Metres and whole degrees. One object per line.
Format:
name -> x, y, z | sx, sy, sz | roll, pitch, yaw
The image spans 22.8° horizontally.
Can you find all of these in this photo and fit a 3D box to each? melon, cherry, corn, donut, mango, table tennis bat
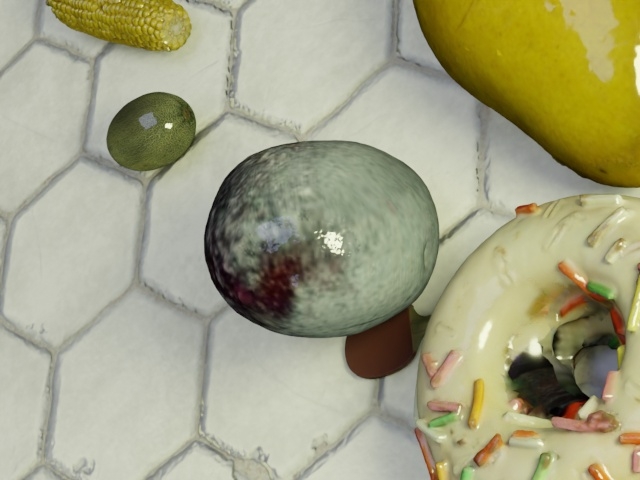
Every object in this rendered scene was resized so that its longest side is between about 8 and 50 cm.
melon -> -0.219, -0.140, 2.047 | 0.130, 0.098, 0.098 | -19, 60, 34
cherry -> 0.000, 0.000, 1.715 | 0.255, 0.296, 0.218 | 8, 103, 5
corn -> -0.277, -0.314, 2.175 | 0.091, 0.091, 0.260 | -32, 39, -31
donut -> 0.243, 0.122, 1.524 | 0.382, 0.142, 0.383 | -23, 52, 33
mango -> 0.250, -0.244, 1.650 | 0.301, 0.220, 0.445 | -36, 56, 28
table tennis bat -> 0.092, 0.102, 1.757 | 0.156, 0.013, 0.087 | -24, 54, 30
